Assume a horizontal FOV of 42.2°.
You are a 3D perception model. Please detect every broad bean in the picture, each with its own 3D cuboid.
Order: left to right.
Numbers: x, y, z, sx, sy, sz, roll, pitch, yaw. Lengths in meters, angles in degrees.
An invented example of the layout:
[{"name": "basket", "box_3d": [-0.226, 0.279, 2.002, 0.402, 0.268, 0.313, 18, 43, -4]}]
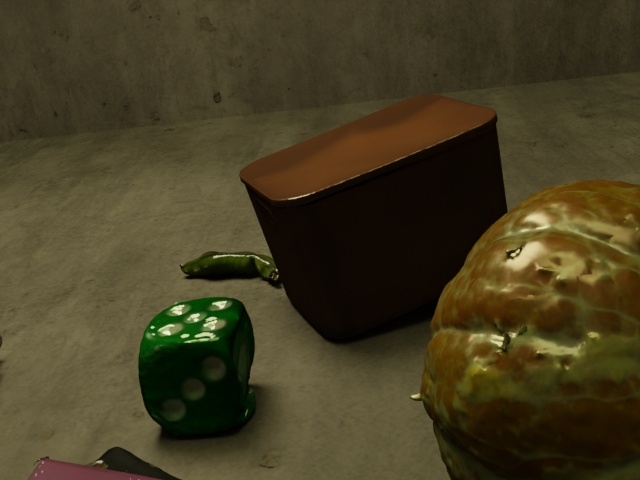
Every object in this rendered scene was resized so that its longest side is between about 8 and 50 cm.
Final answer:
[{"name": "broad bean", "box_3d": [-0.142, 0.041, 1.397, 0.195, 0.046, 0.061, 6, 21, 27]}]

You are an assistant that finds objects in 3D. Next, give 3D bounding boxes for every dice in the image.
[{"name": "dice", "box_3d": [-0.143, 0.148, 0.992, 0.120, 0.129, 0.131, -6, 21, 5]}]

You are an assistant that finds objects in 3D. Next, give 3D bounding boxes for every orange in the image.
[{"name": "orange", "box_3d": [0.228, 0.109, 0.702, 0.249, 0.330, 0.329, -2, 19, 37]}]

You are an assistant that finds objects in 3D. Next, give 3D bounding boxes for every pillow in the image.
[{"name": "pillow", "box_3d": [-0.195, 0.257, 0.837, 0.150, 0.048, 0.090, 12, 40, 34]}]

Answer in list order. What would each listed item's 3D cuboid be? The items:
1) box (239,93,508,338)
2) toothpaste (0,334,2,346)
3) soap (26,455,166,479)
[{"name": "box", "box_3d": [0.088, -0.041, 1.214, 0.339, 0.230, 0.239, -23, 24, -14]}, {"name": "toothpaste", "box_3d": [-0.465, 0.196, 1.093, 0.089, 0.057, 0.234, -8, 28, -7]}, {"name": "soap", "box_3d": [-0.186, 0.268, 0.728, 0.203, 0.066, 0.122, 2, 45, 25]}]
